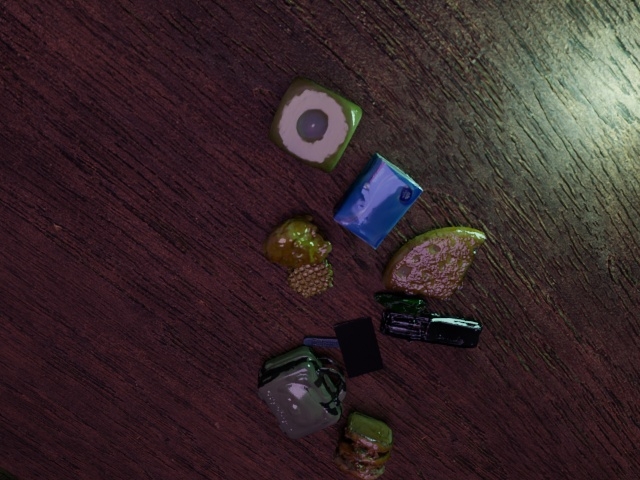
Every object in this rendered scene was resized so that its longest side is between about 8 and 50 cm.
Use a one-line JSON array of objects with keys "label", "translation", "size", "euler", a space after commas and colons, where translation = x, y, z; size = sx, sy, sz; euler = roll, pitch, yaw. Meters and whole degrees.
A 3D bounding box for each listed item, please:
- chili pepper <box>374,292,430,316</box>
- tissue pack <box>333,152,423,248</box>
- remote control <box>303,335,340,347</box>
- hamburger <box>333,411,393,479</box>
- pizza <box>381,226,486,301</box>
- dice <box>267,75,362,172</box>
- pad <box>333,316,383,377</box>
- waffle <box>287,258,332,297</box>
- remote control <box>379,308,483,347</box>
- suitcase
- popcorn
[{"label": "chili pepper", "translation": [0.307, 0.237, 1.559], "size": [0.216, 0.062, 0.108], "euler": [8, 149, 23]}, {"label": "tissue pack", "translation": [0.194, -0.139, 1.419], "size": [0.198, 0.146, 0.263], "euler": [34, 107, -9]}, {"label": "remote control", "translation": [0.004, 0.420, 1.691], "size": [0.152, 0.027, 0.043], "euler": [5, 104, 0]}, {"label": "hamburger", "translation": [0.183, 0.870, 1.742], "size": [0.245, 0.260, 0.211], "euler": [8, 97, -45]}, {"label": "pizza", "translation": [0.425, 0.092, 1.504], "size": [0.409, 0.114, 0.278], "euler": [-33, 105, 15]}, {"label": "dice", "translation": [-0.017, -0.372, 1.304], "size": [0.238, 0.233, 0.227], "euler": [27, 108, -7]}, {"label": "pad", "translation": [0.162, 0.447, 1.694], "size": [0.159, 0.009, 0.265], "euler": [-15, 109, 1]}, {"label": "waffle", "translation": [-0.042, 0.138, 1.587], "size": [0.191, 0.038, 0.191], "euler": [1, 110, 3]}, {"label": "remote control", "translation": [0.443, 0.352, 1.622], "size": [0.398, 0.062, 0.145], "euler": [7, 109, 1]}, {"label": "suitcase", "translation": [-0.058, 0.618, 1.676], "size": [0.339, 0.194, 0.351], "euler": [-25, 106, 9]}, {"label": "popcorn", "translation": [-0.092, 0.011, 1.465], "size": [0.253, 0.190, 0.191], "euler": [-20, 84, 13]}]
